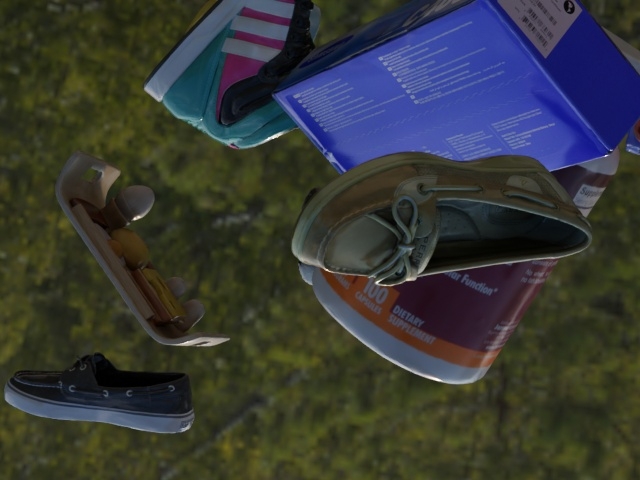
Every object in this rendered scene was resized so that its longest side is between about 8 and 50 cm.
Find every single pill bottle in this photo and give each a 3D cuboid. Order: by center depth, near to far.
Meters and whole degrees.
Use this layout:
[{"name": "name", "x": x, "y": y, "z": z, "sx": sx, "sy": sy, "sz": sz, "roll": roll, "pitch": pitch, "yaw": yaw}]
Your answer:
[{"name": "pill bottle", "x": 0.176, "y": -0.063, "z": 1.582, "sx": 0.224, "sy": 0.392, "sz": 0.224, "roll": 28, "pitch": -164, "yaw": -9}]

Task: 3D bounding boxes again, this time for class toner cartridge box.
[{"name": "toner cartridge box", "x": 0.109, "y": -0.126, "z": 1.284, "sx": 0.165, "sy": 0.075, "sz": 0.348, "roll": 49, "pitch": 153, "yaw": -15}]

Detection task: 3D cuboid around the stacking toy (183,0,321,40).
[{"name": "stacking toy", "x": -0.060, "y": -0.339, "z": 2.117, "sx": 0.130, "sy": 0.279, "sz": 0.309, "roll": 29, "pitch": 173, "yaw": -22}]

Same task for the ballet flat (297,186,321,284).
[{"name": "ballet flat", "x": 0.000, "y": 0.000, "z": 2.020, "sx": 0.057, "sy": 0.049, "sz": 0.173, "roll": 4, "pitch": 138, "yaw": 0}]

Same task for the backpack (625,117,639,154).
[{"name": "backpack", "x": 0.451, "y": -0.140, "z": 1.870, "sx": 0.120, "sy": 0.098, "sz": 0.101, "roll": 16, "pitch": -151, "yaw": 24}]

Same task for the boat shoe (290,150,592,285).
[{"name": "boat shoe", "x": 0.058, "y": -0.006, "z": 0.685, "sx": 0.153, "sy": 0.048, "sz": 0.056, "roll": -4, "pitch": 128, "yaw": -36}]

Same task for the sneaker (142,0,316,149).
[{"name": "sneaker", "x": -0.027, "y": -0.202, "z": 1.539, "sx": 0.178, "sy": 0.124, "sz": 0.295, "roll": 44, "pitch": 110, "yaw": -7}]

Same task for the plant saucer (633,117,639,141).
[{"name": "plant saucer", "x": 0.489, "y": -0.117, "z": 1.546, "sx": 0.259, "sy": 0.258, "sz": 0.047, "roll": 32, "pitch": 150, "yaw": 15}]

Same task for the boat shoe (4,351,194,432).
[{"name": "boat shoe", "x": -0.253, "y": 0.165, "z": 1.702, "sx": 0.228, "sy": 0.076, "sz": 0.080, "roll": 9, "pitch": -165, "yaw": 17}]

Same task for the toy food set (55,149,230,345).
[{"name": "toy food set", "x": -0.239, "y": 0.018, "z": 2.079, "sx": 0.092, "sy": 0.306, "sz": 0.220, "roll": -36, "pitch": 173, "yaw": 4}]
